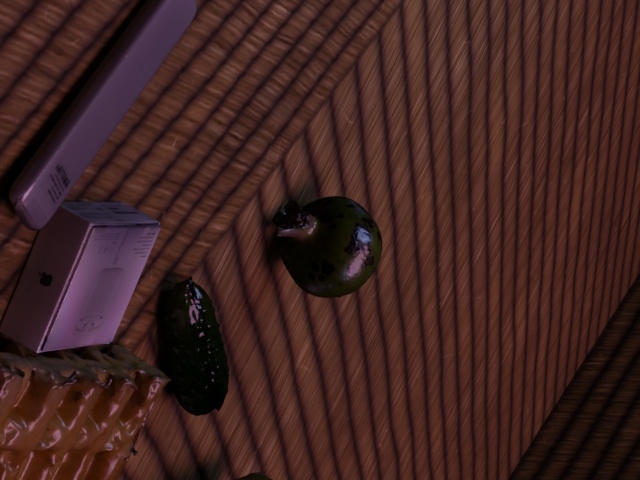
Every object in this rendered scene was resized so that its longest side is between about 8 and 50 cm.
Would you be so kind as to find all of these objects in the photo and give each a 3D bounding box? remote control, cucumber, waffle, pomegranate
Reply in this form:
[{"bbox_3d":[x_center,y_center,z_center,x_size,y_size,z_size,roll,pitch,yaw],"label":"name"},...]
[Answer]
[{"bbox_3d":[-0.188,-0.124,1.505,0.261,0.029,0.067,-57,160,-20],"label":"remote control"},{"bbox_3d":[-0.136,0.114,1.886,0.069,0.069,0.227,-49,152,-32],"label":"cucumber"},{"bbox_3d":[-0.294,0.238,1.636,0.304,0.077,0.348,-62,161,3],"label":"waffle"},{"bbox_3d":[0.000,0.000,2.016,0.161,0.122,0.122,31,87,-43],"label":"pomegranate"}]

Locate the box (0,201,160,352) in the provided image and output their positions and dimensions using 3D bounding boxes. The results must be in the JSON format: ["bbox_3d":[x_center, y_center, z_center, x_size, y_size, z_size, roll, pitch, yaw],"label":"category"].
[{"bbox_3d":[-0.217,0.033,1.595,0.129,0.051,0.130,-66,159,11],"label":"box"}]

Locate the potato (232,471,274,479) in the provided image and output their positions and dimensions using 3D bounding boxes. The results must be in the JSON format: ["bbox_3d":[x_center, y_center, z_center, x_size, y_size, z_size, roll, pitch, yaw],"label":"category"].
[{"bbox_3d":[-0.123,0.410,2.082,0.202,0.218,0.351,60,28,-26],"label":"potato"}]
